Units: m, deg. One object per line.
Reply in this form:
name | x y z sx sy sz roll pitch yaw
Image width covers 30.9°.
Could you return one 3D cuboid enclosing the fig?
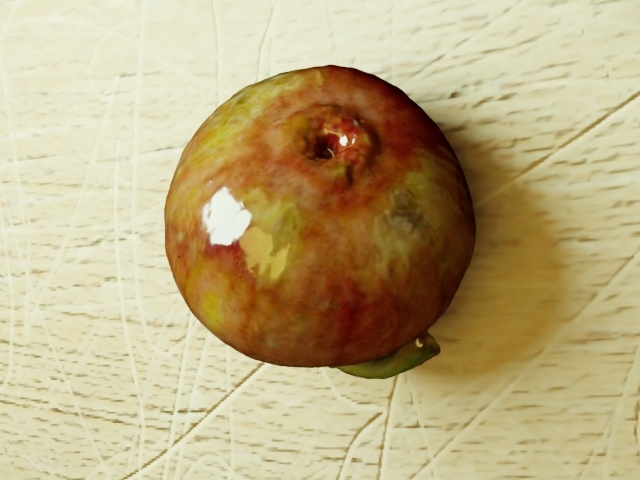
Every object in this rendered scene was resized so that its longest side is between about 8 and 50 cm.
fig | -0.001 -0.001 0.727 0.205 0.205 0.205 5 102 27
